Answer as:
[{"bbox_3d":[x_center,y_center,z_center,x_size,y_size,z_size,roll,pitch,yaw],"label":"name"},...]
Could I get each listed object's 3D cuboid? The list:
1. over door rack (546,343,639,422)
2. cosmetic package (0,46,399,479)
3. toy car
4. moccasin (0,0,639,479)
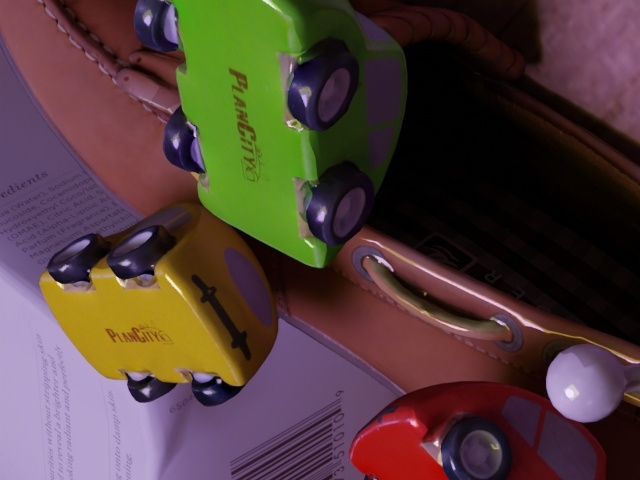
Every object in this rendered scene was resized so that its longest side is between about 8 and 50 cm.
[{"bbox_3d":[0.124,0.049,0.331,0.108,0.324,0.239,34,148,-4],"label":"over door rack"},{"bbox_3d":[-0.138,0.028,0.861,0.385,0.156,0.217,36,141,37],"label":"cosmetic package"},{"bbox_3d":[0.000,0.000,0.484,0.239,0.053,0.225,28,144,29],"label":"toy car"},{"bbox_3d":[0.018,-0.036,0.591,0.380,0.139,0.147,44,144,25],"label":"moccasin"}]
